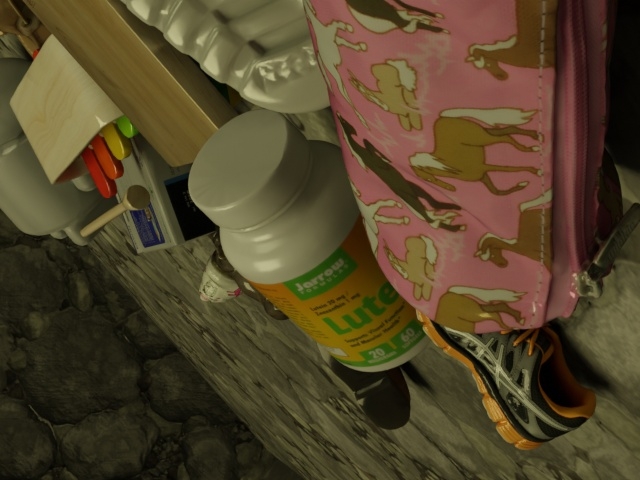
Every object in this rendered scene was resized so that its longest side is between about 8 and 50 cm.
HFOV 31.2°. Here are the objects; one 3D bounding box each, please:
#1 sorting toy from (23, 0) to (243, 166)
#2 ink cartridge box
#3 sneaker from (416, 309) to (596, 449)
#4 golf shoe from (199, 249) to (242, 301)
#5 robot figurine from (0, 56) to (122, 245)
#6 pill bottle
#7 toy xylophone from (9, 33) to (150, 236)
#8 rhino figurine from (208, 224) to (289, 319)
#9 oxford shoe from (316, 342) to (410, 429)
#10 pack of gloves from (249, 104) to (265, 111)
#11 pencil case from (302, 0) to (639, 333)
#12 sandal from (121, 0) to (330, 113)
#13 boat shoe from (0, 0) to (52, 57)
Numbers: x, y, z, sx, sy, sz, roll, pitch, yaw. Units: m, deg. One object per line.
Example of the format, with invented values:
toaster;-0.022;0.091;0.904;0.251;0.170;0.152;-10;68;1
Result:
sorting toy;-0.166;-0.200;1.076;0.257;0.089;0.255;49;165;-13
ink cartridge box;-0.227;-0.070;1.565;0.165;0.065;0.332;70;162;-5
sneaker;0.159;0.082;0.988;0.083;0.084;0.215;-24;108;47
golf shoe;-0.139;0.061;1.666;0.067;0.086;0.186;42;180;7
robot figurine;-0.470;-0.150;1.854;0.300;0.200;0.353;9;144;43
pill bottle;0.000;0.000;0.990;0.136;0.136;0.245;29;168;49
toy xylophone;-0.270;-0.133;1.343;0.322;0.081;0.236;-11;104;59
rhino figurine;-0.105;0.016;1.539;0.243;0.073;0.106;44;171;21
oxford shoe;0.051;0.139;1.462;0.212;0.076;0.076;62;-159;-20
pack of gloves;0.003;-0.031;1.200;0.232;0.046;0.195;45;152;3
pencil case;0.072;-0.102;0.536;0.167;0.160;0.386;5;151;15
sandal;-0.119;-0.254;0.743;0.416;0.169;0.102;52;-154;-7
boat shoe;-0.388;-0.307;1.366;0.121;0.110;0.341;41;165;19
